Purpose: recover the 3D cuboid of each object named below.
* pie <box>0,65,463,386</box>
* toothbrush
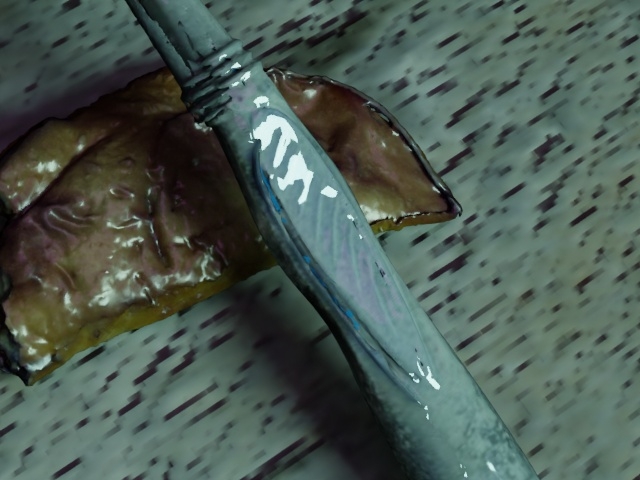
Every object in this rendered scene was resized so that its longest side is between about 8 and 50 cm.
[{"bbox_3d":[-0.046,-0.015,0.550,0.170,0.034,0.092,-24,77,-16],"label":"pie"},{"bbox_3d":[0.000,0.000,0.496,0.035,0.042,0.413,-34,95,-7],"label":"toothbrush"}]
